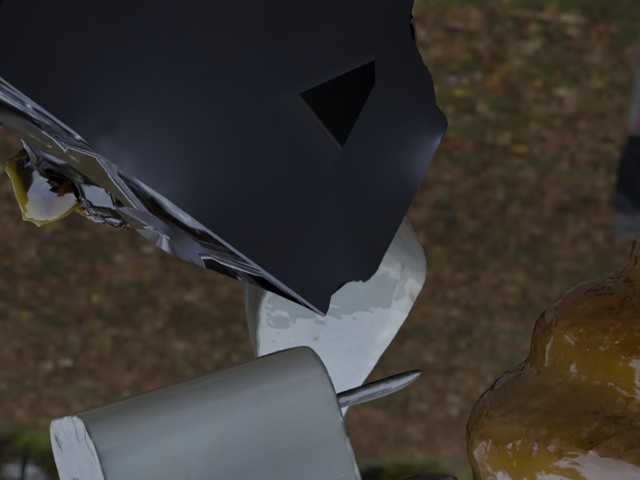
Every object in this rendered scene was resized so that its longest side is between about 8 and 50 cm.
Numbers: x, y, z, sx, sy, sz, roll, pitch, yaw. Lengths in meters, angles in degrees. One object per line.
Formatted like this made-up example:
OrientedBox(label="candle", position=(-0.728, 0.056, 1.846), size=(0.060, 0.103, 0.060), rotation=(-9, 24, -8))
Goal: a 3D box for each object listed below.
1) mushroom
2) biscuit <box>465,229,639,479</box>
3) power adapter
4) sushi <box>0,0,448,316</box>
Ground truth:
OrientedBox(label="mushroom", position=(0.000, 0.000, 1.547), size=(0.126, 0.177, 0.397), rotation=(17, -158, -8))
OrientedBox(label="biscuit", position=(0.210, 0.142, 0.809), size=(0.325, 0.326, 0.107), rotation=(7, -170, -9))
OrientedBox(label="power adapter", position=(-0.026, 0.128, 1.065), size=(0.204, 0.130, 0.125), rotation=(-14, 177, -19))
OrientedBox(label="sushi", position=(-0.050, -0.078, 0.692), size=(0.153, 0.172, 0.150), rotation=(37, 158, -25))
